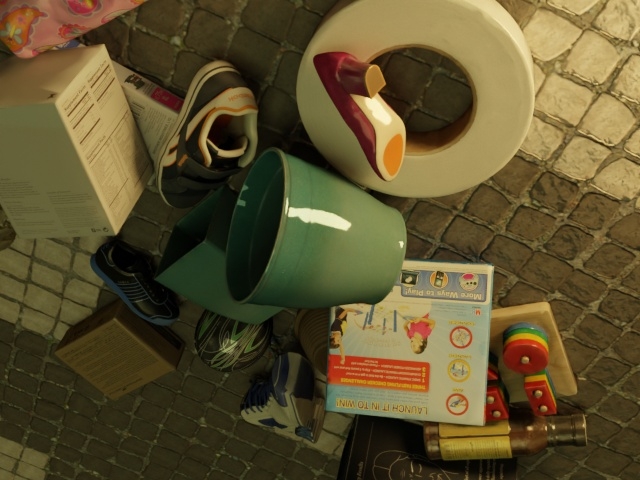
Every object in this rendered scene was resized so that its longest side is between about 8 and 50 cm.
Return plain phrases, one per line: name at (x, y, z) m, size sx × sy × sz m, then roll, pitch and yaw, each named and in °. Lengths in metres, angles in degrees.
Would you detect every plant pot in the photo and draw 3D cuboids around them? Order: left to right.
plant pot at (-0.169, 0.048, 1.651) m, size 0.234 × 0.165 × 0.165 m, roll 38°, pitch 128°, yaw -24°
plant pot at (0.000, 0.000, 1.457) m, size 0.255 × 0.271 × 0.271 m, roll 13°, pitch 133°, yaw -22°
plant pot at (0.053, 0.219, 1.762) m, size 0.238 × 0.109 × 0.237 m, roll 7°, pitch 129°, yaw 9°

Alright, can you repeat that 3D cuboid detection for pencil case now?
pencil case at (-0.391, -0.398, 1.341) m, size 0.284 × 0.124 × 0.124 m, roll -22°, pitch 121°, yaw 18°

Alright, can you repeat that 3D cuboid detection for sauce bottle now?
sauce bottle at (0.403, 0.425, 1.837) m, size 0.345 × 0.111 × 0.111 m, roll -4°, pitch 127°, yaw 15°

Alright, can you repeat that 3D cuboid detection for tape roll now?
tape roll at (0.154, -0.242, 1.381) m, size 0.392 × 0.072 × 0.392 m, roll 7°, pitch 131°, yaw 8°

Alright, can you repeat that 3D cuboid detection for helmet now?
helmet at (-0.183, 0.194, 1.766) m, size 0.170 × 0.161 × 0.169 m, roll 7°, pitch 130°, yaw 9°

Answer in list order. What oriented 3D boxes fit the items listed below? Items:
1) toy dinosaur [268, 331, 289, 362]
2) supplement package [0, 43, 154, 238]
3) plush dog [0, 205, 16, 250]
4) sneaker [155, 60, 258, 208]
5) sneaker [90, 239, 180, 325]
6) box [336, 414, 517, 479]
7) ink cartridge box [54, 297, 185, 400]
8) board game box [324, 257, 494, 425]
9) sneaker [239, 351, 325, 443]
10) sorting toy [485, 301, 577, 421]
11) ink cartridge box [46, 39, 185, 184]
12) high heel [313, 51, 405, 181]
toy dinosaur at (-0.112, 0.230, 1.860) m, size 0.090 × 0.047 × 0.082 m, roll -20°, pitch 103°, yaw 40°
supplement package at (-0.445, -0.166, 1.435) m, size 0.199 × 0.198 × 0.262 m, roll -2°, pitch 129°, yaw 17°
plush dog at (-0.690, -0.100, 1.659) m, size 0.262 × 0.211 × 0.225 m, roll -32°, pitch 89°, yaw 31°
sneaker at (-0.202, -0.152, 1.487) m, size 0.126 × 0.127 × 0.321 m, roll -12°, pitch 143°, yaw -36°
sneaker at (-0.382, 0.091, 1.786) m, size 0.232 × 0.081 × 0.090 m, roll 41°, pitch 134°, yaw -18°
box at (0.229, 0.608, 1.915) m, size 0.396 × 0.293 × 0.212 m, roll 16°, pitch 130°, yaw 2°
ink cartridge box at (-0.463, 0.250, 1.934) m, size 0.235 × 0.088 × 0.193 m, roll -28°, pitch 119°, yaw 31°
board game box at (0.171, 0.186, 1.613) m, size 0.308 × 0.086 × 0.301 m, roll 4°, pitch 93°, yaw 12°
sneaker at (-0.102, 0.360, 1.879) m, size 0.182 × 0.127 × 0.315 m, roll 7°, pitch 148°, yaw 14°
sorting toy at (0.373, 0.266, 1.731) m, size 0.257 × 0.089 × 0.255 m, roll -12°, pitch 125°, yaw 23°
ink cartridge box at (-0.412, -0.247, 1.528) m, size 0.311 × 0.065 × 0.185 m, roll 26°, pitch 130°, yaw -11°
high heel at (0.062, -0.199, 1.363) m, size 0.117 × 0.082 × 0.244 m, roll 25°, pitch 155°, yaw 37°
